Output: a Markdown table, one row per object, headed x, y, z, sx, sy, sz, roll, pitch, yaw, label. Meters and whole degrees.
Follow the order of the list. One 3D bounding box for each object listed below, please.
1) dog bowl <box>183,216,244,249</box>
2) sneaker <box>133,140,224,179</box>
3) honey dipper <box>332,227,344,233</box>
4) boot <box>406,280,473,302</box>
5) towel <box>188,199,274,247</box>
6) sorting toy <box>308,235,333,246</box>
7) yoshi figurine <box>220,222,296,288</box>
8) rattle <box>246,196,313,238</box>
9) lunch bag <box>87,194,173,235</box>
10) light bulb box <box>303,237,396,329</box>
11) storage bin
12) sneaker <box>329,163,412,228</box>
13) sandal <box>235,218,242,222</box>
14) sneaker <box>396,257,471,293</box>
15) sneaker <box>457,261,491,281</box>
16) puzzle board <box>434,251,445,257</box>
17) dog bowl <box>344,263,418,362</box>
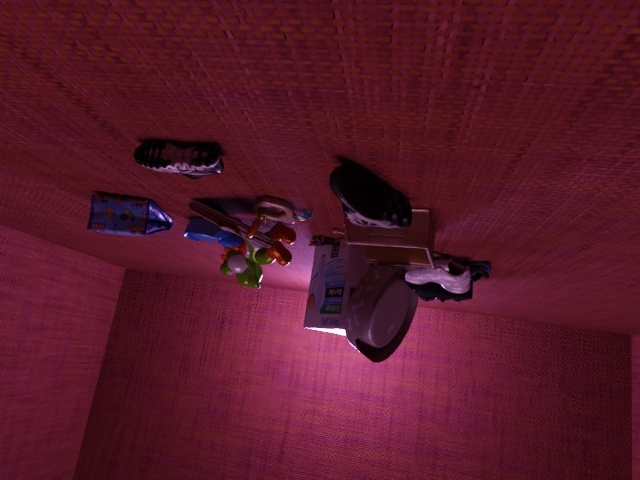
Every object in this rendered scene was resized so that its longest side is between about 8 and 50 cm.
| x | y | z | sx | sy | sz | roll | pitch | yaw | label |
| --- | --- | --- | --- | --- | --- | --- | --- | --- | --- |
| -0.415 | -0.024 | 1.938 | 0.298 | 0.073 | 0.166 | 18 | 164 | -32 | dog bowl |
| -0.347 | -0.194 | 1.168 | 0.235 | 0.078 | 0.106 | 4 | 164 | 12 | sneaker |
| 0.121 | -0.020 | 1.711 | 0.161 | 0.030 | 0.030 | 14 | 166 | -7 | honey dipper |
| 0.466 | 0.219 | 2.294 | 0.446 | 0.146 | 0.367 | -1 | -173 | -13 | boot |
| -0.306 | -0.054 | 1.610 | 0.282 | 0.049 | 0.187 | 26 | 178 | 33 | towel |
| 0.000 | 0.000 | 1.865 | 0.102 | 0.042 | 0.061 | -4 | -179 | 4 | sorting toy |
| -0.238 | 0.081 | 1.849 | 0.362 | 0.202 | 0.204 | -24 | 172 | 37 | yoshi figurine |
| -0.123 | -0.052 | 1.504 | 0.200 | 0.142 | 0.130 | 27 | 135 | -31 | rattle |
| -0.726 | -0.081 | 1.828 | 0.221 | 0.137 | 0.293 | 6 | 176 | 1 | lunch bag |
| 0.117 | 0.199 | 1.911 | 0.226 | 0.360 | 0.358 | 14 | 165 | -22 | light bulb box |
| 0.227 | -0.007 | 1.488 | 0.261 | 0.123 | 0.262 | 3 | 166 | 19 | storage bin |
| 0.099 | -0.094 | 1.208 | 0.147 | 0.122 | 0.331 | -4 | 161 | 37 | sneaker |
| -0.339 | -0.067 | 1.804 | 0.179 | 0.040 | 0.067 | 19 | 165 | 20 | sandal |
| 0.463 | 0.113 | 1.903 | 0.306 | 0.114 | 0.152 | 11 | 139 | 18 | sneaker |
| 0.614 | 0.132 | 1.919 | 0.067 | 0.078 | 0.188 | 17 | 165 | -31 | sneaker |
| 0.424 | 0.058 | 1.881 | 0.097 | 0.011 | 0.128 | 18 | 164 | -40 | puzzle board |
| 0.212 | 0.240 | 1.610 | 0.102 | 0.348 | 0.349 | 20 | 176 | 36 | dog bowl |
